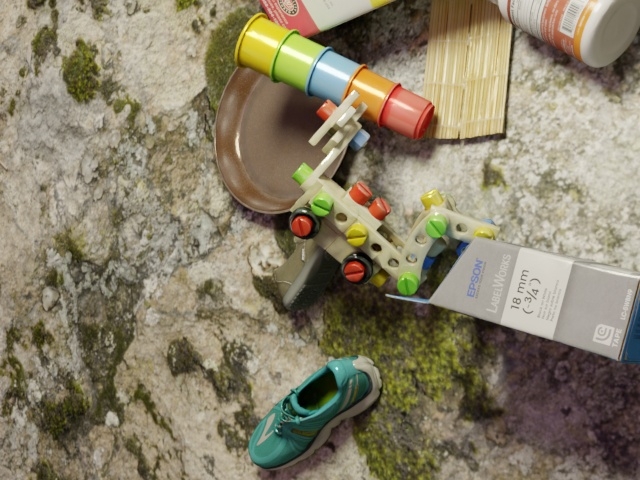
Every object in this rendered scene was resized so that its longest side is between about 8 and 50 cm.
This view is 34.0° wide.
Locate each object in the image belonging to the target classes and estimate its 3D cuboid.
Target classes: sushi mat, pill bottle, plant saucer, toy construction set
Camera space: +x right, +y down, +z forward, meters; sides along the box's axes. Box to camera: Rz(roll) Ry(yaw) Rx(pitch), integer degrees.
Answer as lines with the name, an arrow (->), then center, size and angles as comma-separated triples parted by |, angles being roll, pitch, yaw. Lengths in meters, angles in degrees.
sushi mat -> 0.226, -0.309, 1.589 | 0.151, 0.019, 0.316 | 3, 86, 38
pill bottle -> 0.327, -0.335, 1.445 | 0.216, 0.121, 0.121 | 39, 108, 35
plant saucer -> -0.055, -0.196, 1.780 | 0.310, 0.050, 0.311 | -8, 78, 38
toy construction set -> 0.083, -0.055, 1.519 | 0.328, 0.151, 0.215 | 48, 118, 8

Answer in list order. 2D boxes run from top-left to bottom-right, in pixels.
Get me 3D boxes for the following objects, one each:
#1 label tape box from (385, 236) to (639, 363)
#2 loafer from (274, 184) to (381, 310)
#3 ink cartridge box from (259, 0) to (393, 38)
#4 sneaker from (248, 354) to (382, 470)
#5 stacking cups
label tape box -> 0.290, 0.067, 1.335 | 0.333, 0.240, 0.106 | 15, 93, 39
loafer -> 0.000, 0.000, 1.675 | 0.251, 0.094, 0.087 | -52, 60, 21
ink cartridge box -> 0.049, -0.495, 1.565 | 0.384, 0.160, 0.279 | -12, 116, 44
sneaker -> -0.029, 0.265, 1.648 | 0.275, 0.110, 0.107 | -45, 59, 26
stacking cups -> 0.020, -0.243, 1.610 | 0.316, 0.096, 0.096 | 29, 102, 16
